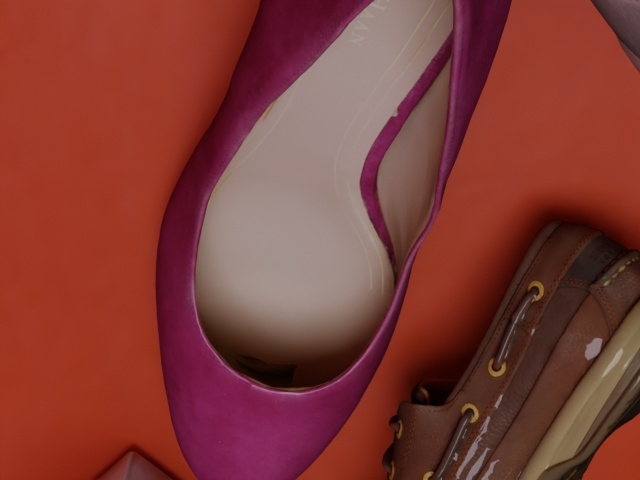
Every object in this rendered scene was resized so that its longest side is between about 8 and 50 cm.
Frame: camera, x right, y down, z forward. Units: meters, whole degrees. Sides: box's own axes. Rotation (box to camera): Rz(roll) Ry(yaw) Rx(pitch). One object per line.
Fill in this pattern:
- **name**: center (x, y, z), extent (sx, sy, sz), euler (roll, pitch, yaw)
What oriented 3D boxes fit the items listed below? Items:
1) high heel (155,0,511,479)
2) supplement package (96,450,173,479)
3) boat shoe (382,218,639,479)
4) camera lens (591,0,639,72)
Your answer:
- **high heel**: center (0.000, 0.000, 0.558), extent (0.082, 0.117, 0.244), euler (18, 118, -8)
- **supplement package**: center (-0.024, 0.215, 0.671), extent (0.244, 0.134, 0.139), euler (41, 113, -19)
- **boat shoe**: center (0.053, 0.069, 0.634), extent (0.060, 0.064, 0.178), euler (41, 116, 15)
- **camera lens**: center (0.117, -0.169, 0.399), extent (0.219, 0.219, 0.274), euler (-24, 116, 15)
